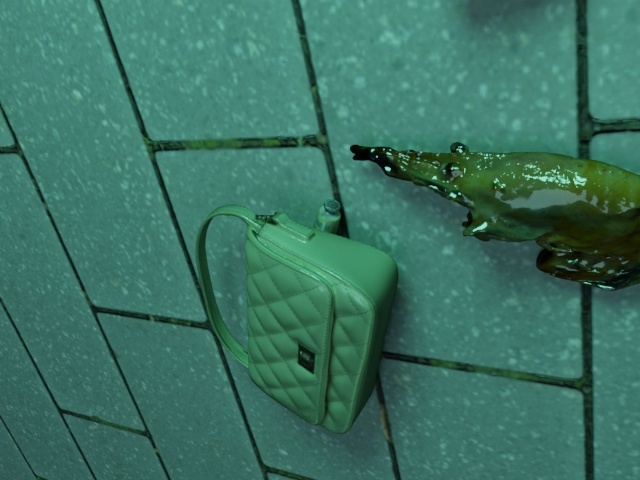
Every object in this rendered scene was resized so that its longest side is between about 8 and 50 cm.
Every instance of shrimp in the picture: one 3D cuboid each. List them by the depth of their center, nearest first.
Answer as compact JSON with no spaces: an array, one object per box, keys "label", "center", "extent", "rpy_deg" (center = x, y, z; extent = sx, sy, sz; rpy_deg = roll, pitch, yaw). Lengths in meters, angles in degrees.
[{"label":"shrimp","center":[0.139,-0.018,0.504],"extent":[0.262,0.066,0.117],"rpy_deg":[12,125,27]}]

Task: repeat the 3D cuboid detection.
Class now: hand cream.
[{"label":"hand cream","center":[0.000,0.000,0.631],"extent":[0.035,0.022,0.102],"rpy_deg":[28,136,11]}]

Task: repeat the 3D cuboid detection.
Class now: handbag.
[{"label":"handbag","center":[-0.040,0.080,0.657],"extent":[0.219,0.079,0.256],"rpy_deg":[22,134,19]}]
